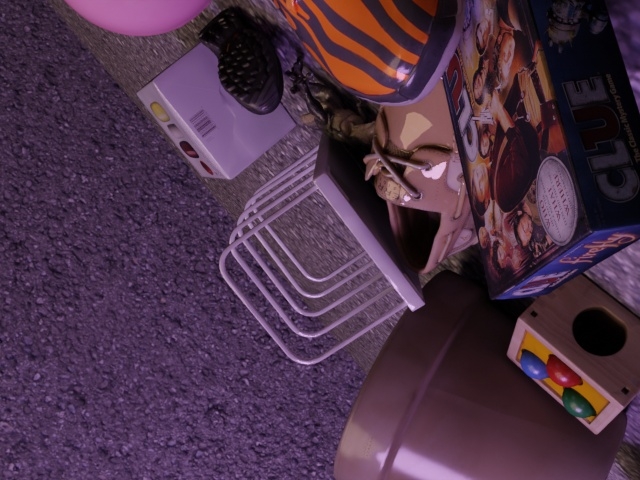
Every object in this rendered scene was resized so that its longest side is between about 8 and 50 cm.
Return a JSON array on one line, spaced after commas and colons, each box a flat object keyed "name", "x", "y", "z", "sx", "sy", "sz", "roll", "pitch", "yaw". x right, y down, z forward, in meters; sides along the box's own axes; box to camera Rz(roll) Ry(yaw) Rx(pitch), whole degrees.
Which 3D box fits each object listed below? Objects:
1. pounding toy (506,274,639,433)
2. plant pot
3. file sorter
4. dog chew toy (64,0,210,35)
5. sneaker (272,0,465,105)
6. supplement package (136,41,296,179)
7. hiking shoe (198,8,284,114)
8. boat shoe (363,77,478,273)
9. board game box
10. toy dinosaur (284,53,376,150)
[{"name": "pounding toy", "x": 0.243, "y": 0.085, "z": 0.713, "sx": 0.206, "sy": 0.094, "sz": 0.181, "roll": 43, "pitch": 167, "yaw": 25}, {"name": "plant pot", "x": 0.217, "y": 0.238, "z": 0.884, "sx": 0.280, "sy": 0.323, "sz": 0.323, "roll": 27, "pitch": 160, "yaw": 22}, {"name": "file sorter", "x": 0.000, "y": 0.000, "z": 0.902, "sx": 0.192, "sy": 0.173, "sz": 0.277, "roll": 53, "pitch": -167, "yaw": -14}, {"name": "dog chew toy", "x": -0.225, "y": -0.349, "z": 0.832, "sx": 0.206, "sy": 0.207, "sz": 0.332, "roll": 53, "pitch": 176, "yaw": -18}, {"name": "sneaker", "x": -0.046, "y": -0.205, "z": 0.471, "sx": 0.180, "sy": 0.124, "sz": 0.321, "roll": 4, "pitch": -143, "yaw": -36}, {"name": "supplement package", "x": -0.181, "y": -0.222, "z": 1.153, "sx": 0.194, "sy": 0.149, "sz": 0.203, "roll": 53, "pitch": 167, "yaw": -18}, {"name": "hiking shoe", "x": -0.086, "y": -0.233, "z": 0.943, "sx": 0.114, "sy": 0.086, "sz": 0.226, "roll": 38, "pitch": -163, "yaw": -45}, {"name": "boat shoe", "x": 0.106, "y": -0.075, "z": 0.665, "sx": 0.122, "sy": 0.110, "sz": 0.341, "roll": 41, "pitch": 166, "yaw": 35}, {"name": "board game box", "x": 0.118, "y": -0.098, "z": 0.415, "sx": 0.165, "sy": 0.042, "sz": 0.243, "roll": 94, "pitch": 167, "yaw": -73}, {"name": "toy dinosaur", "x": 0.004, "y": -0.170, "z": 0.873, "sx": 0.118, "sy": 0.064, "sz": 0.268, "roll": 48, "pitch": 173, "yaw": -28}]
